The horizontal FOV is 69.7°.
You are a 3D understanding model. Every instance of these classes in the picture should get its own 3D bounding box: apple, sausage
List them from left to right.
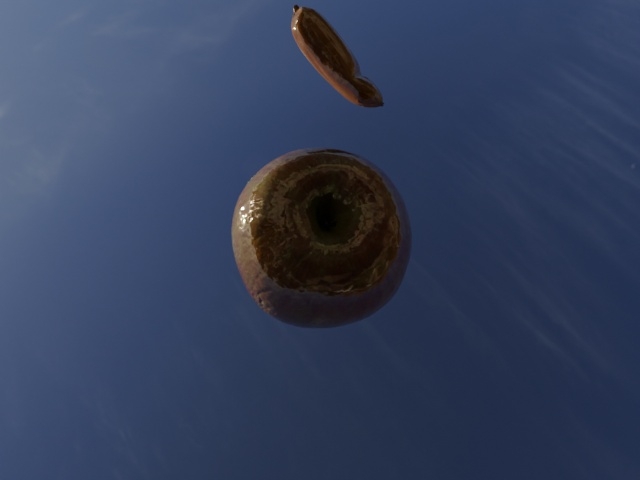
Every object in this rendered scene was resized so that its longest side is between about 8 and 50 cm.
[{"bbox_3d":[0.000,0.000,0.537,0.210,0.188,0.211,4,-107,-11],"label":"apple"},{"bbox_3d":[0.019,-0.249,0.635,0.054,0.062,0.183,-38,-85,22],"label":"sausage"}]
